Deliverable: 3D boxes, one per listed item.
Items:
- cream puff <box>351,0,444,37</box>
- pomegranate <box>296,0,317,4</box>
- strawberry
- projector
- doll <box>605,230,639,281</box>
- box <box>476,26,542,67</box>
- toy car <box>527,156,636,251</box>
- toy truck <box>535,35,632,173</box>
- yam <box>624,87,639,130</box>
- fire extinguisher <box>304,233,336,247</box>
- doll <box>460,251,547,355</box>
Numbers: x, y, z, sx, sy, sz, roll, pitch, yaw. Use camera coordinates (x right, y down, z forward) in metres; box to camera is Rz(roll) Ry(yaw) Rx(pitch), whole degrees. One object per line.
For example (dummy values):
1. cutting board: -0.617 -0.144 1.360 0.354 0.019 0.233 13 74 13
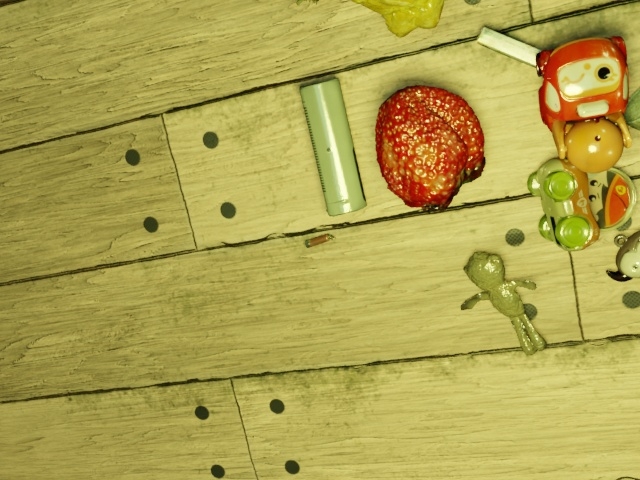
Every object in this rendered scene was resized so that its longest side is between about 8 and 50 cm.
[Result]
1. cream puff: 0.167 -0.608 1.563 0.274 0.269 0.323 24 66 30
2. pomegranate: 0.005 -0.656 1.665 0.149 0.148 0.169 -2 114 16
3. strawberry: 0.240 -0.225 1.649 0.288 0.250 0.239 47 151 -22
4. projector: 0.032 -0.235 1.778 0.108 0.108 0.337 -10 101 18
5. doll: 0.803 0.064 1.630 0.257 0.117 0.182 31 115 4
6. box: 0.465 -0.440 1.632 0.207 0.050 0.041 26 108 8
7. toy car: 0.625 -0.100 1.644 0.235 0.145 0.235 0 97 -3
8. toy truck: 0.581 -0.290 1.517 0.189 0.239 0.264 -9 135 12
9. yam: 0.844 -0.251 1.531 0.330 0.133 0.133 25 109 6
10. fire extinguisher: 0.000 0.000 1.894 0.083 0.022 0.028 -18 136 19
11. doll: 0.477 0.151 1.762 0.286 0.091 0.202 40 145 15
